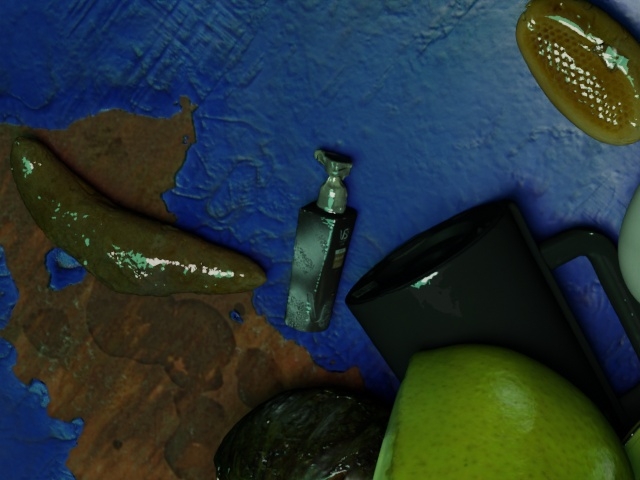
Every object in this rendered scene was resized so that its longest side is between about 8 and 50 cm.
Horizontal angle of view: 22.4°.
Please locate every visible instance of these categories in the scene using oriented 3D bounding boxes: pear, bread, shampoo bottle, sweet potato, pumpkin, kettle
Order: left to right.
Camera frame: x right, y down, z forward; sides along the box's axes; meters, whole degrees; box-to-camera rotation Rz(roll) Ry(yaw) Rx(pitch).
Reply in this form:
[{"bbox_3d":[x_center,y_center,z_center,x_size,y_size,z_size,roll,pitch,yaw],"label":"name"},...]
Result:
[{"bbox_3d":[-0.231,0.003,1.898,0.341,0.092,0.114,29,96,5],"label":"sweet potato"},{"bbox_3d":[0.000,0.000,1.848,0.063,0.057,0.207,18,109,18],"label":"shampoo bottle"},{"bbox_3d":[0.024,0.314,1.838,0.320,0.192,0.320,28,135,33],"label":"pumpkin"},{"bbox_3d":[0.181,0.304,1.559,0.238,0.318,0.342,-5,111,17],"label":"pear"},{"bbox_3d":[0.211,0.122,1.778,0.308,0.262,0.203,58,148,-10],"label":"kettle"},{"bbox_3d":[0.285,-0.184,1.696,0.189,0.077,0.114,50,133,-4],"label":"bread"}]

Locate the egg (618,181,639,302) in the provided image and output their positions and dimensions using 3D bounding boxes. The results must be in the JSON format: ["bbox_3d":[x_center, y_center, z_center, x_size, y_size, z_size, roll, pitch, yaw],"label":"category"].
[{"bbox_3d":[0.393,-0.015,1.675,0.151,0.151,0.209,22,111,9],"label":"egg"}]

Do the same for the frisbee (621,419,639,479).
[{"bbox_3d":[0.390,0.257,1.753,0.017,0.236,0.236,42,124,50],"label":"frisbee"}]
